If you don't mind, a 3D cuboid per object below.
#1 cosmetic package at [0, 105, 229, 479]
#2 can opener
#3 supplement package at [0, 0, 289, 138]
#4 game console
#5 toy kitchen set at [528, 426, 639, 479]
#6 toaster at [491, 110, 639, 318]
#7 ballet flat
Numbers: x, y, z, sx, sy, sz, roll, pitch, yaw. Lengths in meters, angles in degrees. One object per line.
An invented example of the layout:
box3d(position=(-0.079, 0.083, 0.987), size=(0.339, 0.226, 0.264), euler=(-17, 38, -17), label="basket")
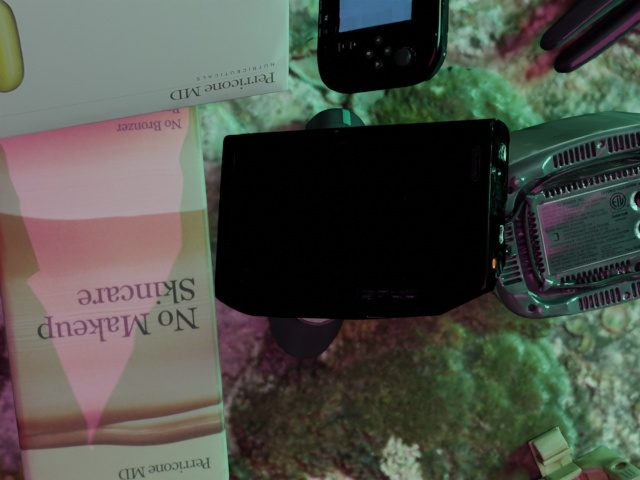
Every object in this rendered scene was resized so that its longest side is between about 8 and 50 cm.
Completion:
box3d(position=(-0.155, 0.026, 0.922), size=(0.153, 0.129, 0.296), euler=(-7, 104, -10), label="cosmetic package")
box3d(position=(0.252, -0.197, 0.991), size=(0.186, 0.073, 0.059), euler=(-30, 114, 6), label="can opener")
box3d(position=(-0.169, -0.189, 0.807), size=(0.262, 0.204, 0.145), euler=(-12, 139, -11), label="supplement package")
box3d(position=(0.029, -0.124, 0.909), size=(0.213, 0.044, 0.361), euler=(-1, 82, 28), label="game console")
box3d(position=(0.214, 0.198, 1.057), size=(0.083, 0.075, 0.068), euler=(-26, 104, -9), label="toy kitchen set")
box3d(position=(0.188, -0.023, 0.968), size=(0.227, 0.146, 0.129), euler=(-16, 104, -8), label="toaster")
box3d(position=(0.000, 0.000, 0.978), size=(0.074, 0.074, 0.203), euler=(7, 101, -12), label="ballet flat")
